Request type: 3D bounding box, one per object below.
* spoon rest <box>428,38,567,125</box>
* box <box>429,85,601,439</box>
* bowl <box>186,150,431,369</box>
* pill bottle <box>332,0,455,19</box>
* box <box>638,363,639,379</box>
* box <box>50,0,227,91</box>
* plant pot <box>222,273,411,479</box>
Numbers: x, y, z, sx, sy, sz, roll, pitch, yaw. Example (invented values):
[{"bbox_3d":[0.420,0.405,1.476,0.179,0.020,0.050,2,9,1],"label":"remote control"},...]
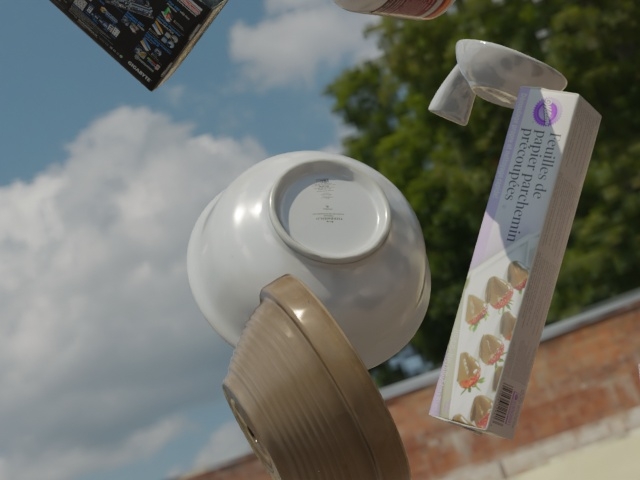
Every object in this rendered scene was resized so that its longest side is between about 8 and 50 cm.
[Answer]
[{"bbox_3d":[0.206,-0.201,1.939,0.137,0.084,0.276,22,-8,-12],"label":"spoon rest"},{"bbox_3d":[0.182,0.021,1.483,0.063,0.324,0.067,12,-8,32],"label":"box"},{"bbox_3d":[0.000,0.000,1.856,0.298,0.297,0.134,-12,-29,-21],"label":"bowl"},{"bbox_3d":[0.056,-0.247,1.457,0.086,0.086,0.152,-30,-16,35],"label":"pill bottle"},{"bbox_3d":[0.436,0.175,1.532,0.154,0.142,0.300,-2,-7,-14],"label":"box"},{"bbox_3d":[-0.247,-0.322,2.053,0.175,0.220,0.051,-47,2,42],"label":"box"},{"bbox_3d":[-0.020,0.159,1.536,0.110,0.237,0.237,-28,-14,-12],"label":"plant pot"}]
